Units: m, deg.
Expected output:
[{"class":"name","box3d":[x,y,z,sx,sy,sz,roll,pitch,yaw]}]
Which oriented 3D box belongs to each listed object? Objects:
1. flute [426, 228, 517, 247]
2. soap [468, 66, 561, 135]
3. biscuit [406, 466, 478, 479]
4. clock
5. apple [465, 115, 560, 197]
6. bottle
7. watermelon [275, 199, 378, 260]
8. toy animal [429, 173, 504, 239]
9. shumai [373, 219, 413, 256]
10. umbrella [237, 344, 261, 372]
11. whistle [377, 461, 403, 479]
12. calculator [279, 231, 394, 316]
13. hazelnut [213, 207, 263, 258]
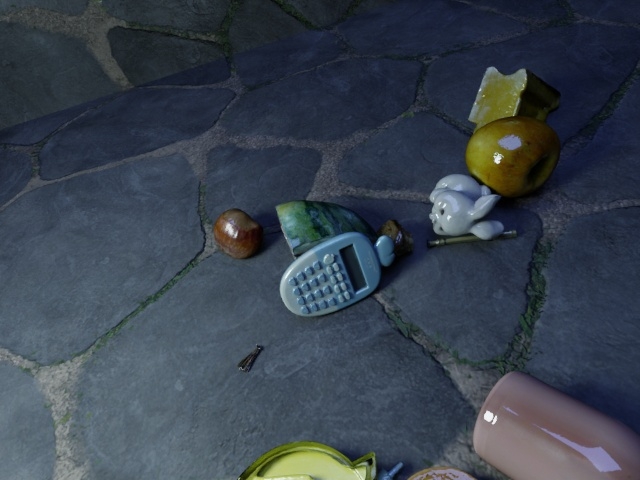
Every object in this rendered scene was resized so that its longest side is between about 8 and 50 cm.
[{"class":"flute","box3d":[0.401,-0.006,1.155,0.233,0.027,0.027,-8,46,8]},{"class":"soap","box3d":[0.635,-0.373,1.429,0.339,0.304,0.169,-1,22,-45]},{"class":"biscuit","box3d":[0.196,0.522,0.704,0.202,0.044,0.288,5,51,20]},{"class":"clock","box3d":[-0.032,0.505,0.760,0.294,0.071,0.277,-2,48,15]},{"class":"apple","box3d":[0.524,-0.238,1.205,0.237,0.236,0.207,-27,44,-10]},{"class":"bottle","box3d":[0.413,0.364,0.691,0.173,0.206,0.297,-7,21,-42]},{"class":"watermelon","box3d":[0.000,0.000,1.169,0.262,0.201,0.212,-3,38,-25]},{"class":"toy animal","box3d":[0.379,-0.090,1.152,0.179,0.127,0.193,-5,31,8]},{"class":"shumai","box3d":[0.191,0.012,1.158,0.105,0.139,0.123,35,92,4]},{"class":"umbrella","box3d":[-0.171,0.285,1.042,0.032,0.020,0.083,22,51,30]},{"class":"whistle","box3d":[0.114,0.446,0.803,0.100,0.035,0.035,-33,48,-17]},{"class":"calculator","box3d":[0.046,0.080,1.062,0.303,0.188,0.042,-26,26,-10]},{"class":"hazelnut","box3d":[-0.244,-0.018,1.271,0.154,0.143,0.143,38,65,20]}]
